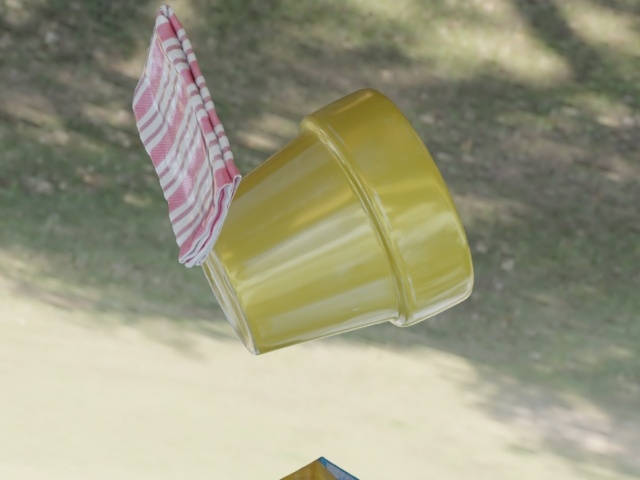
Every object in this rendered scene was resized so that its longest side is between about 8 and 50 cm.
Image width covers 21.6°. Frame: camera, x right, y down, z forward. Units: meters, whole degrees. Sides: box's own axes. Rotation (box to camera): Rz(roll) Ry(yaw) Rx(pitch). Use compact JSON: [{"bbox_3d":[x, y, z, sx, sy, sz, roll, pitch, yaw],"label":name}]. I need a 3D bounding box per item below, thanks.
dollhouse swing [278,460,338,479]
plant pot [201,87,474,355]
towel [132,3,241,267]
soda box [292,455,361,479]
[{"bbox_3d":[-0.076,0.445,1.642,0.347,0.305,0.315,-32,127,12],"label":"dollhouse swing"},{"bbox_3d":[0.000,0.000,1.780,0.254,0.239,0.254,60,169,19],"label":"plant pot"},{"bbox_3d":[-0.126,-0.092,1.483,0.029,0.197,0.144,-10,152,-24],"label":"towel"},{"bbox_3d":[-0.018,0.369,2.005,0.067,0.210,0.071,34,139,-18],"label":"soda box"}]
